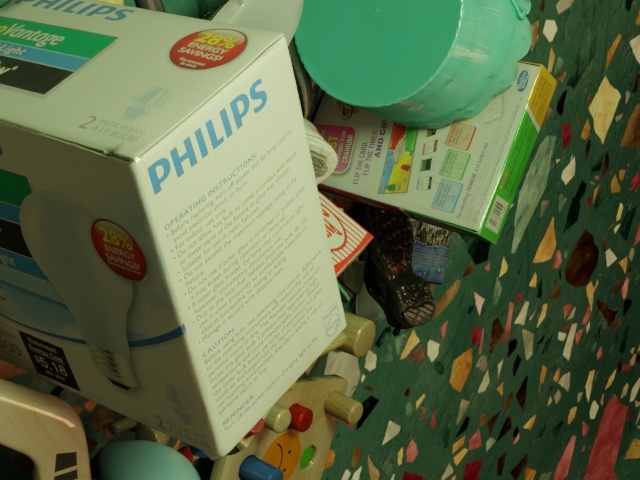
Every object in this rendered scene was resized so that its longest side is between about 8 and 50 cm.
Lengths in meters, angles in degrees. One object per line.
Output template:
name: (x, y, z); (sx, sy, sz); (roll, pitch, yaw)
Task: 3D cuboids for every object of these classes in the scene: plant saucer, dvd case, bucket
plant saucer: (0.086, 0.082, 2.005); (0.119, 0.021, 0.119); (-29, 128, -45)
dvd case: (0.179, -0.056, 2.049); (0.180, 0.022, 0.253); (10, 92, -56)
bucket: (0.111, -0.282, 1.573); (0.183, 0.281, 0.281); (1, 105, -60)

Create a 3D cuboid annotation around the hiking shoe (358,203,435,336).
hiking shoe: (0.096, 0.037, 1.916); (0.086, 0.114, 0.227); (-8, 75, -31)

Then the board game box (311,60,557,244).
board game box: (0.138, -0.153, 1.702); (0.064, 0.316, 0.242); (27, 84, -56)

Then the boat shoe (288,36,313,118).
boat shoe: (-0.034, -0.248, 1.638); (0.066, 0.066, 0.183); (-45, 138, -36)

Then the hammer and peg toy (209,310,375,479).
hammer and peg toy: (-0.060, 0.270, 1.792); (0.266, 0.127, 0.361); (3, 105, -54)

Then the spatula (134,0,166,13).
spatula: (-0.162, -0.166, 1.354); (0.084, 0.030, 0.296); (-35, 131, -32)

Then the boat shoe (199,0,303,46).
boat shoe: (-0.144, -0.215, 1.465); (0.306, 0.105, 0.113); (-53, 145, -17)

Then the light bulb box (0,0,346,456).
light bulb box: (-0.200, -0.028, 1.250); (0.225, 0.357, 0.361); (-45, 137, -36)

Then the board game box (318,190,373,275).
board game box: (-0.040, -0.026, 1.603); (0.045, 0.193, 0.147); (-52, 176, 32)

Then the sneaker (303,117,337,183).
sneaker: (-0.090, -0.150, 1.599); (0.232, 0.115, 0.090); (25, 118, -35)

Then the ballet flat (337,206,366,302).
ballet flat: (0.000, 0.000, 1.786); (0.096, 0.095, 0.280); (-62, 155, -11)

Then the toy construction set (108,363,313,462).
toy construction set: (-0.118, 0.159, 1.586); (0.237, 0.257, 0.309); (-19, 143, -52)

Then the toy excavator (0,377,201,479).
toy excavator: (-0.268, 0.304, 1.396); (0.432, 0.222, 0.445); (-1, 118, -17)
